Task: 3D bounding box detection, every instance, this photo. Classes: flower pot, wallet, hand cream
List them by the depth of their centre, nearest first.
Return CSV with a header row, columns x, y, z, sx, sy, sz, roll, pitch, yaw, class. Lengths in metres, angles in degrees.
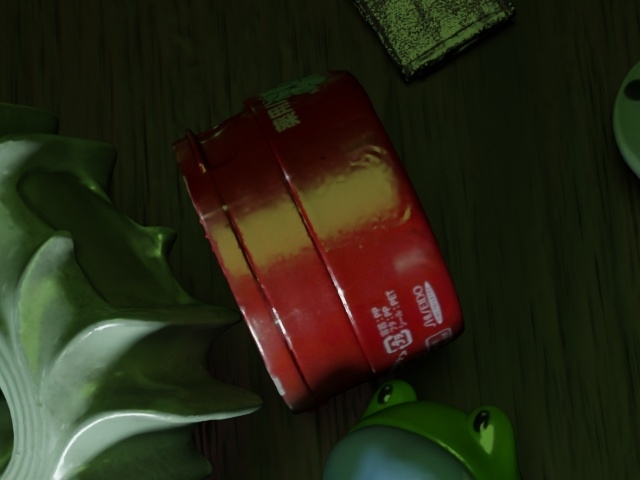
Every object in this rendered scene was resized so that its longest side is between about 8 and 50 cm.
x,y,z,sx,sy,sz,roll,pitch,yaw,class
0.000,0.000,1.083,0.149,0.230,0.230,-22,71,-2,hand cream
-0.226,0.055,1.086,0.254,0.164,0.367,-47,67,24,flower pot
0.076,-0.223,1.248,0.111,0.030,0.166,-30,72,-6,wallet

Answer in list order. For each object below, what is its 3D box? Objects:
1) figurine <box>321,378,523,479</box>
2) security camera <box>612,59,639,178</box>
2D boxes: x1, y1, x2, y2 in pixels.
x,y,z,sx,sy,sz,roll,pitch,yaw,class
0.058,0.235,1.046,0.162,0.143,0.263,12,90,43,figurine
0.337,-0.031,1.139,0.157,0.080,0.301,-25,61,-1,security camera
